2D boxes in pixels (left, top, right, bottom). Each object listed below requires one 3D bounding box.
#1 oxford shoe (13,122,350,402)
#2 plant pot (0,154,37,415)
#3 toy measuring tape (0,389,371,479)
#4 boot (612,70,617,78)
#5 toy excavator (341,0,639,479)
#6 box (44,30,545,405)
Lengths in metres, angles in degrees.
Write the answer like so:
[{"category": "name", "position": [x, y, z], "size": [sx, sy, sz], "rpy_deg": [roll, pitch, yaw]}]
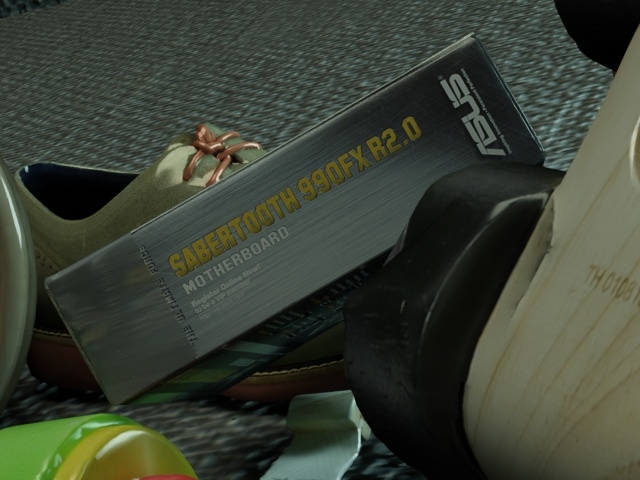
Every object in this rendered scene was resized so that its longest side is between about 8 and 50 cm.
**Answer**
[{"category": "oxford shoe", "position": [-0.037, 0.004, 1.015], "size": [0.348, 0.130, 0.123], "rpy_deg": [-5, 17, 34]}, {"category": "plant pot", "position": [-0.268, 0.022, 1.047], "size": [0.263, 0.263, 0.229], "rpy_deg": [-16, -1, 2]}, {"category": "toy measuring tape", "position": [-0.064, 0.097, 0.761], "size": [0.121, 0.121, 0.330], "rpy_deg": [-9, 17, 27]}, {"category": "boot", "position": [0.137, -0.048, 0.746], "size": [0.109, 0.283, 0.220], "rpy_deg": [-40, 17, 55]}, {"category": "toy excavator", "position": [0.294, -0.011, 0.615], "size": [0.433, 0.445, 0.222], "rpy_deg": [-62, 27, -5]}, {"category": "box", "position": [0.000, 0.000, 0.813], "size": [0.183, 0.056, 0.231], "rpy_deg": [-30, -6, 3]}]
